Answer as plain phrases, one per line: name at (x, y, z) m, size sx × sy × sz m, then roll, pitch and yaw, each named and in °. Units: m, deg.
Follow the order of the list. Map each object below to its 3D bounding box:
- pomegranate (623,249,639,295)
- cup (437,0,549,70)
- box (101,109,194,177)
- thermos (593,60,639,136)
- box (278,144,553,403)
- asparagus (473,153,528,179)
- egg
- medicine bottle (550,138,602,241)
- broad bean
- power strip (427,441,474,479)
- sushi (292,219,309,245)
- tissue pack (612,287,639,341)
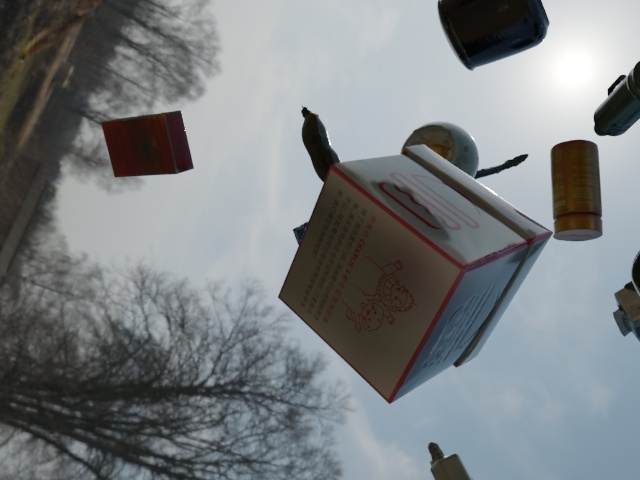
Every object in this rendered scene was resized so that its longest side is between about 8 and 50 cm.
pomegranate at (0.493, 0.050, 0.915) m, size 0.148 × 0.169 × 0.148 m, roll -4°, pitch -102°, yaw 21°
cup at (0.306, -0.434, 1.256) m, size 0.176 × 0.169 × 0.223 m, roll -26°, pitch -107°, yaw 24°
box at (-0.323, -0.179, 1.270) m, size 0.175 × 0.048 × 0.112 m, roll 2°, pitch -71°, yaw 33°
thermos at (0.533, -0.242, 1.196) m, size 0.073 × 0.083 × 0.188 m, roll -38°, pitch 169°, yaw -15°
box at (0.159, 0.047, 1.217) m, size 0.312 × 0.300 × 0.314 m, roll 41°, pitch -55°, yaw 28°
asparagus at (0.444, -0.186, 1.776) m, size 0.027 × 0.236 × 0.034 m, roll -129°, pitch -151°, yaw -47°
egg at (0.287, -0.190, 1.626) m, size 0.183 × 0.217 × 0.183 m, roll -3°, pitch -97°, yaw 23°
medicine bottle at (0.520, -0.101, 1.388) m, size 0.096 × 0.096 × 0.192 m, roll -21°, pitch -118°, yaw 58°
broad bean at (0.008, -0.226, 1.812) m, size 0.061 × 0.077 × 0.339 m, roll -47°, pitch -119°, yaw 55°
power strip at (0.270, 0.488, 1.128) m, size 0.058 × 0.098 × 0.338 m, roll -30°, pitch -118°, yaw 4°
sushi at (0.000, 0.000, 1.892) m, size 0.031 × 0.139 × 0.201 m, roll -13°, pitch -168°, yaw 44°
tissue pack at (0.675, 0.164, 1.468) m, size 0.079 × 0.111 × 0.085 m, roll -30°, pitch -136°, yaw 15°
